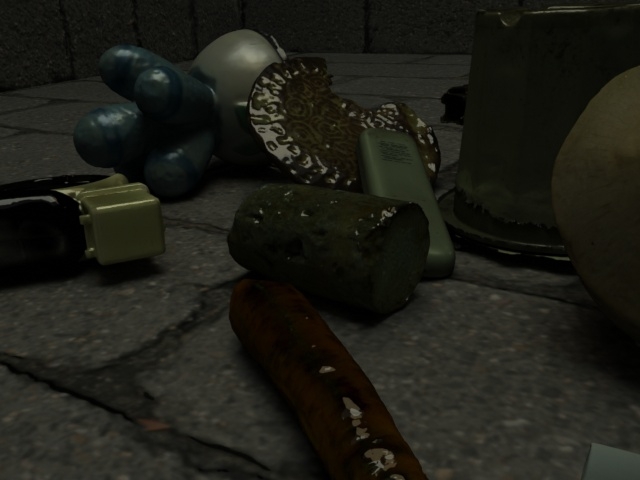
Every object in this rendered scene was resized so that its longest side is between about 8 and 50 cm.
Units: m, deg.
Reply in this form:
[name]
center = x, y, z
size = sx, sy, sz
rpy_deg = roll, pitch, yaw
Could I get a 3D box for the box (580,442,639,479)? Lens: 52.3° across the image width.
[box]
center = 0.150, 0.182, 0.217
size = 0.155, 0.067, 0.243
rpy_deg = 7, 23, 28

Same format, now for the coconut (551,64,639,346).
[coconut]
center = 0.281, -0.020, 0.487
size = 0.197, 0.237, 0.237
rpy_deg = -43, 18, 13

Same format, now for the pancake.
[pancake]
center = 0.035, -0.163, 0.948
size = 0.288, 0.033, 0.286
rpy_deg = -4, 56, -23

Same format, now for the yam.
[yam]
center = 0.000, 0.000, 0.646
size = 0.194, 0.107, 0.107
rpy_deg = 14, 27, 37

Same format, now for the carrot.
[carrot]
center = 0.002, 0.102, 0.443
size = 0.066, 0.066, 0.314
rpy_deg = -11, 23, -19

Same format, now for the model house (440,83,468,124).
[model house]
center = 0.293, -0.196, 0.955
size = 0.243, 0.211, 0.204
rpy_deg = -11, 21, -34

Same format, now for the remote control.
[remote control]
center = 0.097, -0.059, 0.786
size = 0.090, 0.038, 0.309
rpy_deg = 7, 34, -8

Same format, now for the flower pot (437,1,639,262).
[flower pot]
center = 0.277, -0.137, 0.752
size = 0.290, 0.259, 0.290
rpy_deg = -2, 20, 1

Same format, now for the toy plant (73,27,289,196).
[toy plant]
center = -0.220, -0.192, 1.014
size = 0.332, 0.247, 0.247
rpy_deg = -21, 28, -34

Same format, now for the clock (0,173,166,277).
[clock]
center = -0.381, -0.008, 0.704
size = 0.379, 0.120, 0.276
rpy_deg = -15, 19, -29
